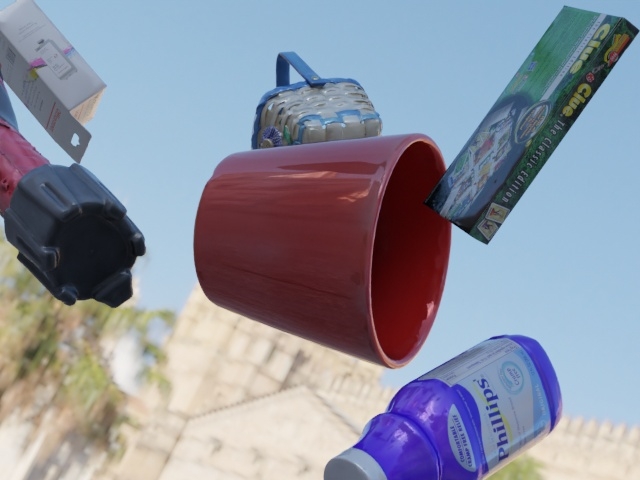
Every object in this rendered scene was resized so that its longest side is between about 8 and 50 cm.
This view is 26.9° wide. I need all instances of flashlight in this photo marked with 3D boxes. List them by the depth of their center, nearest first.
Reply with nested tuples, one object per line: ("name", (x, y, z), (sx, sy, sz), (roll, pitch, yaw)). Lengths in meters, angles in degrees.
("flashlight", (-0.238, -0.065, 0.990), (0.103, 0.103, 0.304), (3, 24, -39))

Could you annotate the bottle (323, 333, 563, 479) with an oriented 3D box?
("bottle", (0.122, 0.185, 1.305), (0.092, 0.283, 0.118), (-13, -84, 48))

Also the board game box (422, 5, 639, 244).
("board game box", (0.210, -0.122, 1.368), (0.030, 0.259, 0.136), (34, 4, -19))

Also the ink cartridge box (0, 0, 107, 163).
("ink cartridge box", (-0.346, -0.206, 1.735), (0.198, 0.067, 0.115), (50, -25, 1))

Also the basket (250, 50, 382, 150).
("basket", (-0.015, -0.150, 2.116), (0.201, 0.254, 0.289), (-8, 22, -15))

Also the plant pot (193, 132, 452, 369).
("plant pot", (0.000, 0.000, 1.591), (0.243, 0.274, 0.275), (7, -26, 25))
